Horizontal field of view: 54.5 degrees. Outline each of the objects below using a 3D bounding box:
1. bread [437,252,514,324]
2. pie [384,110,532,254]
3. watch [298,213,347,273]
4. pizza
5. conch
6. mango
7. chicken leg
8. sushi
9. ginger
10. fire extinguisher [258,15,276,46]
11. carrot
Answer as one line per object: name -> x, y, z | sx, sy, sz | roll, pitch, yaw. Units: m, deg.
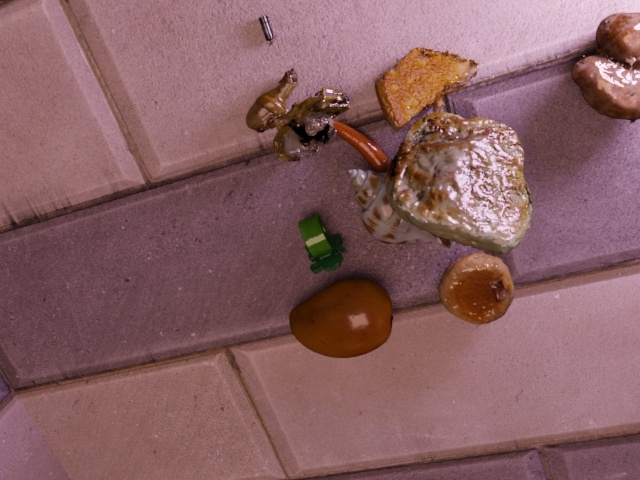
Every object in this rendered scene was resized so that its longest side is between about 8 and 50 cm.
bread -> 0.492, 0.140, 1.958 | 0.245, 0.134, 0.244 | 3, 116, 6
pie -> 0.373, -0.154, 1.670 | 0.396, 0.418, 0.180 | 7, 145, 2
watch -> 0.000, 0.000, 1.967 | 0.131, 0.165, 0.152 | -22, 128, 7
pizza -> 0.296, -0.447, 1.751 | 0.297, 0.071, 0.189 | -31, 94, 19
conch -> 0.243, -0.094, 1.834 | 0.368, 0.197, 0.249 | 14, 157, -29
mango -> 0.069, 0.265, 2.055 | 0.378, 0.221, 0.263 | -15, 116, 28
chicken leg -> -0.132, -0.407, 1.849 | 0.228, 0.088, 0.103 | -43, 91, 19
sushi -> -0.042, -0.329, 1.806 | 0.291, 0.139, 0.131 | -34, 66, 43
ginger -> 0.793, -0.469, 1.596 | 0.245, 0.155, 0.304 | 19, 118, 4
fire extinguisher -> -0.149, -0.602, 1.786 | 0.038, 0.025, 0.083 | -20, 111, -6
carrot -> 0.113, -0.296, 1.867 | 0.271, 0.066, 0.062 | 42, 80, -8
